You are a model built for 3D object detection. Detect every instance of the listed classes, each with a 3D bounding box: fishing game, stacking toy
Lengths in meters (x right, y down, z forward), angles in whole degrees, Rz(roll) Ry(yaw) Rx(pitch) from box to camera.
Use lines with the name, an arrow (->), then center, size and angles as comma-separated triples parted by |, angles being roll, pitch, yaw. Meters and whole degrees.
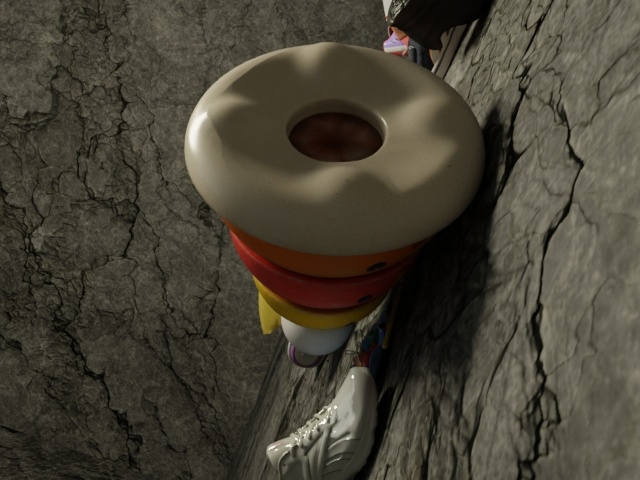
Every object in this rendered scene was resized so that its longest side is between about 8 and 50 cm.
fishing game -> 0.050, 0.186, 0.907 | 0.189, 0.041, 0.264 | -65, -2, -46
stacking toy -> 0.013, 0.006, 0.884 | 0.479, 0.351, 0.350 | 92, -168, -50

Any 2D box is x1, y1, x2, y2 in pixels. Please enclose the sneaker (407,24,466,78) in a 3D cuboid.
sneaker -> 0.217, -0.423, 1.213 | 0.126, 0.128, 0.321 | -75, 5, -45

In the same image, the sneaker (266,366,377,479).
sneaker -> -0.004, 0.258, 0.769 | 0.090, 0.115, 0.232 | -157, 87, -88

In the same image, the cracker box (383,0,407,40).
cracker box -> 0.232, -0.584, 1.502 | 0.156, 0.067, 0.232 | -28, 32, 21

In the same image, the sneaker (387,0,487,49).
sneaker -> 0.246, -0.442, 1.045 | 0.286, 0.130, 0.109 | -39, 29, 35

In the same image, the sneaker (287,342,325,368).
sneaker -> -0.004, 0.138, 1.439 | 0.152, 0.114, 0.305 | -82, 13, -68

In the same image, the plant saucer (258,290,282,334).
plant saucer -> 0.000, 0.000, 1.306 | 0.333, 0.081, 0.332 | -38, 17, 23

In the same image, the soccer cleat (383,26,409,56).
soccer cleat -> 0.235, -0.578, 1.643 | 0.318, 0.117, 0.108 | -76, -27, -47
